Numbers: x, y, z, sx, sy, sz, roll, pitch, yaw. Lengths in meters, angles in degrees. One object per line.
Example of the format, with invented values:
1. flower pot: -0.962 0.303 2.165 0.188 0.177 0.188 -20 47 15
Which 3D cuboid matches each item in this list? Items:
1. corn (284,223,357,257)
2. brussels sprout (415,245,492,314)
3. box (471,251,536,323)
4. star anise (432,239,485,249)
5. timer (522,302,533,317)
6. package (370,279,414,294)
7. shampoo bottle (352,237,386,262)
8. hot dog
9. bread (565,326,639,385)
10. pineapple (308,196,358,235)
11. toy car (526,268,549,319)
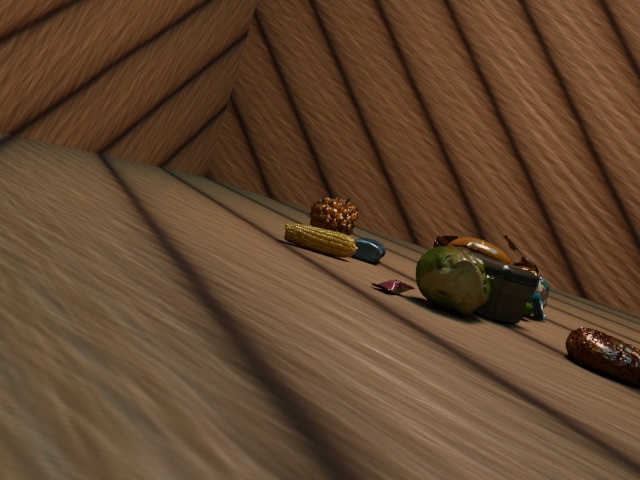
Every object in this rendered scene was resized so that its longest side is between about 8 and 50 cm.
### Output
1. corn: 0.000 0.000 1.713 0.206 0.067 0.067 14 5 -3
2. brussels sprout: 0.283 0.083 1.352 0.161 0.144 0.180 54 1 13
3. box: 0.386 0.104 1.491 0.148 0.129 0.210 14 7 -36
4. star anise: 0.541 0.069 2.351 0.237 0.148 0.346 11 -3 -32
5. timer: 0.470 0.161 1.632 0.128 0.047 0.140 13 6 -20
6. package: 0.156 0.099 1.354 0.083 0.029 0.059 2 10 -37
7. shampoo bottle: 0.149 0.027 1.957 0.104 0.061 0.258 19 5 8
8. hot dog: 0.477 0.069 1.844 0.326 0.194 0.107 5 -6 22
9. bread: 0.552 0.218 1.186 0.193 0.064 0.193 19 7 -2
10. pineapple: 0.040 -0.039 2.011 0.161 0.137 0.176 6 -34 -4
11. toy car: 0.537 0.153 1.720 0.161 0.098 0.126 -4 -49 26
